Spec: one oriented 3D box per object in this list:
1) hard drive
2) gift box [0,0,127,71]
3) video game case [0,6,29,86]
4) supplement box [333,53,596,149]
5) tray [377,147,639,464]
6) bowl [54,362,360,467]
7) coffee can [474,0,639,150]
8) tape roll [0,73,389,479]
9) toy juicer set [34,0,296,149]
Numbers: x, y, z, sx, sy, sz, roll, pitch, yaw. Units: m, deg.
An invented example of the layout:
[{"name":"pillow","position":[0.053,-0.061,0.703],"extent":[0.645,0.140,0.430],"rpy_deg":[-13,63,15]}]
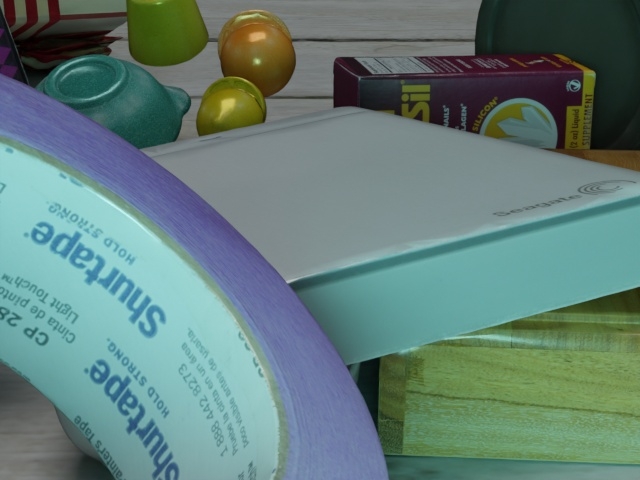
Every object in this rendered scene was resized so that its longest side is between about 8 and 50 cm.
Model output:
[{"name":"hard drive","position":[0.004,-0.014,0.925],"extent":[0.233,0.047,0.353],"rpy_deg":[-14,16,-23]},{"name":"gift box","position":[-0.335,-0.300,1.825],"extent":[0.255,0.258,0.276],"rpy_deg":[-7,-3,-20]},{"name":"video game case","position":[-0.270,-0.114,1.176],"extent":[0.042,0.210,0.232],"rpy_deg":[-35,39,-28]},{"name":"supplement box","position":[0.108,-0.086,1.333],"extent":[0.188,0.104,0.081],"rpy_deg":[-2,16,-12]},{"name":"tray","position":[0.138,0.019,1.014],"extent":[0.202,0.076,0.411],"rpy_deg":[2,14,2]},{"name":"bowl","position":[-0.052,0.073,0.833],"extent":[0.142,0.053,0.142],"rpy_deg":[3,14,6]},{"name":"coffee can","position":[0.298,-0.167,1.463],"extent":[0.275,0.202,0.201],"rpy_deg":[-11,19,-38]},{"name":"tape roll","position":[-0.111,0.053,0.563],"extent":[0.275,0.090,0.275],"rpy_deg":[31,25,-16]},{"name":"toy juicer set","position":[-0.148,-0.082,1.353],"extent":[0.209,0.089,0.329],"rpy_deg":[21,48,30]}]
